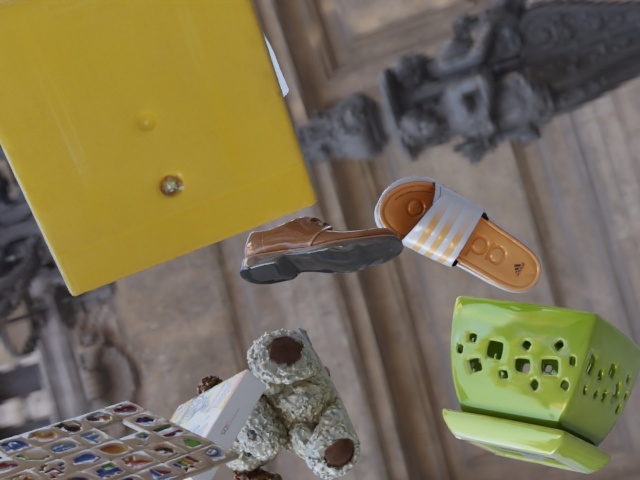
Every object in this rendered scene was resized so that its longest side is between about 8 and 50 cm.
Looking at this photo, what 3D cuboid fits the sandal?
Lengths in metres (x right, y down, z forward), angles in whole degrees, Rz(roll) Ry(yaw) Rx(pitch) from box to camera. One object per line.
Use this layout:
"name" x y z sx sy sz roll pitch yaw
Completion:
"sandal" 0.204 -0.006 1.749 0.265 0.102 0.076 26 -178 -14

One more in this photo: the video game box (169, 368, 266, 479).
"video game box" -0.186 0.295 1.826 0.048 0.187 0.205 46 -136 -15

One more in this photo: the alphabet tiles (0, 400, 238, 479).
"alphabet tiles" -0.243 0.238 1.396 0.237 0.198 0.009 -14 -67 -46

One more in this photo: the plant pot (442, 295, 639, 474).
"plant pot" 0.318 0.218 1.868 0.227 0.228 0.207 31 -109 -53

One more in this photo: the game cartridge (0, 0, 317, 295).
"game cartridge" -0.180 -0.129 1.289 0.052 0.285 0.323 -120 11 -61

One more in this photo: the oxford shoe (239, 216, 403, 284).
"oxford shoe" 0.000 0.000 1.603 0.076 0.212 0.076 62 -154 -56

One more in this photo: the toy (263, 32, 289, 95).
"toy" -0.100 -0.203 1.718 0.056 0.237 0.137 -14 -107 -36

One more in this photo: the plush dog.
"plush dog" -0.083 0.281 2.068 0.262 0.225 0.210 61 -178 -7
